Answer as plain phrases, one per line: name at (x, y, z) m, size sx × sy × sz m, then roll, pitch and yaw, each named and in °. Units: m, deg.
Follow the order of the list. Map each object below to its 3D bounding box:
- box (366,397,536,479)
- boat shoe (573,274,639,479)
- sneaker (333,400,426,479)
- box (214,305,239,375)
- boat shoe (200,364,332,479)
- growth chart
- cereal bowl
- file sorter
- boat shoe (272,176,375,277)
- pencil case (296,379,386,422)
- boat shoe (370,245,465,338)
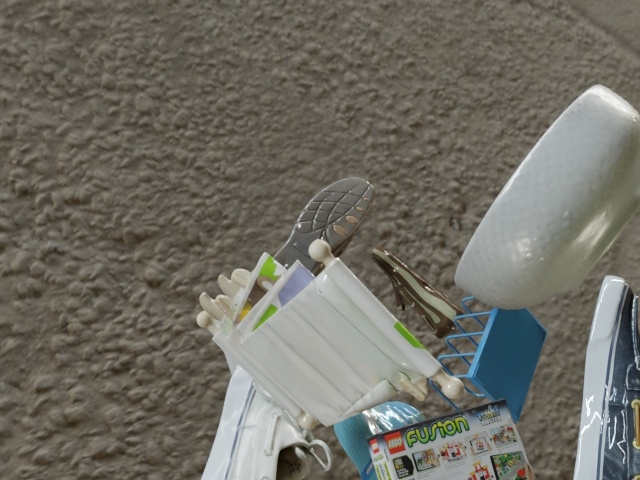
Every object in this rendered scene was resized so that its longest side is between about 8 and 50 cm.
box at (0.169, 0.279, 0.913) m, size 0.206 × 0.036 × 0.114 m, roll -6°, pitch 67°, yaw -28°
boat shoe at (0.227, 0.118, 0.504) m, size 0.065 × 0.083 × 0.183 m, roll 42°, pitch 57°, yaw -64°
sneaker at (0.182, 0.461, 1.512) m, size 0.208 × 0.127 × 0.319 m, roll 3°, pitch 43°, yaw -37°
box at (-0.143, 0.218, 1.752) m, size 0.182 × 0.119 × 0.181 m, roll -30°, pitch 111°, yaw -41°
boat shoe at (-0.062, 0.284, 0.958) m, size 0.156 × 0.136 × 0.367 m, roll 10°, pitch 32°, yaw 2°
growth chart at (-0.014, 0.083, 0.584) m, size 0.172 × 0.237 × 0.021 m, roll 49°, pitch 54°, yaw -4°
cereal bowl at (0.342, -0.035, 0.996) m, size 0.141 × 0.339 × 0.339 m, roll 37°, pitch 53°, yaw 19°
file sorter at (0.261, 0.180, 1.133) m, size 0.118 × 0.104 × 0.170 m, roll 45°, pitch 56°, yaw -22°
boat shoe at (0.000, 0.000, 1.562) m, size 0.123 × 0.116 × 0.324 m, roll 42°, pitch 89°, yaw 19°
pencil case at (-0.007, 0.290, 1.395) m, size 0.273 × 0.124 × 0.114 m, roll -10°, pitch 65°, yaw -19°
boat shoe at (0.197, 0.118, 1.612) m, size 0.257 × 0.095 × 0.095 m, roll 42°, pitch 9°, yaw 25°
